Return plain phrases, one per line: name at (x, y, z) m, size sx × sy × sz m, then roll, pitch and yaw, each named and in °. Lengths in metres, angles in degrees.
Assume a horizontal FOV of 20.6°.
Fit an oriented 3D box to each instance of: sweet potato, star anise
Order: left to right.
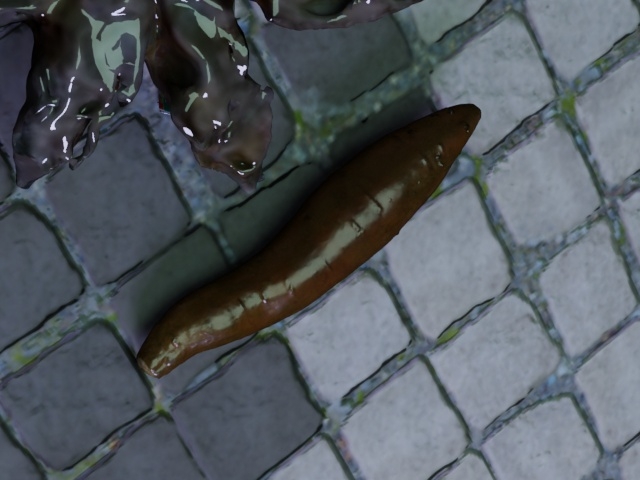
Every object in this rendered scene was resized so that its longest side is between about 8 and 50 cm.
star anise at (-0.097, -0.172, 0.898) m, size 0.331 × 0.117 × 0.332 m, roll -2°, pitch 102°, yaw -9°
sweet potato at (0.001, 0.001, 1.061) m, size 0.264 × 0.057 × 0.057 m, roll -41°, pitch 117°, yaw -13°

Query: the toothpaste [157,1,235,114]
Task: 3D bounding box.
toothpaste at (-0.069, -0.150, 0.993) m, size 0.034 × 0.046 × 0.164 m, roll -4°, pitch 103°, yaw -25°
